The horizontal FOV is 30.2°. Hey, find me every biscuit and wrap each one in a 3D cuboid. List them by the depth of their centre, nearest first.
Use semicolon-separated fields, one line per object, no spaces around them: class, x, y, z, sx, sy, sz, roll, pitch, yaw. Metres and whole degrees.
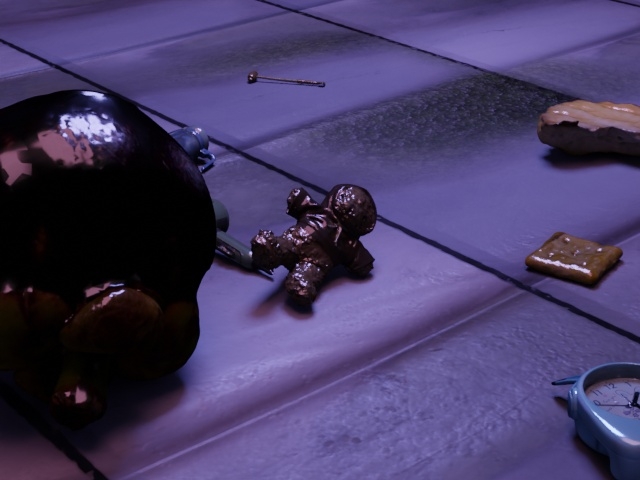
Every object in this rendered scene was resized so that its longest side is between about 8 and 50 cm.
biscuit;0.271;0.018;1.266;0.081;0.018;0.083;18;32;32
biscuit;0.372;-0.142;1.545;0.183;0.061;0.118;3;24;2

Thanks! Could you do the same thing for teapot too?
teapot;-0.175;-0.115;1.512;0.063;0.049;0.083;15;30;29

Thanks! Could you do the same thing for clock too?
clock;0.256;0.139;0.987;0.108;0.045;0.147;-10;26;-19

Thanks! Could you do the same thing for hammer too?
hammer;-0.052;-0.247;1.825;0.122;0.014;0.029;8;36;12

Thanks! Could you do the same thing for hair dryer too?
hair dryer;-0.101;0.002;1.284;0.150;0.047;0.071;28;36;34

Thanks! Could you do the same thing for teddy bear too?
teddy bear;-0.005;0.005;1.238;0.119;0.078;0.160;48;54;1

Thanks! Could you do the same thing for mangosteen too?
mangosteen;-0.226;0.019;1.038;0.233;0.288;0.287;2;24;27
